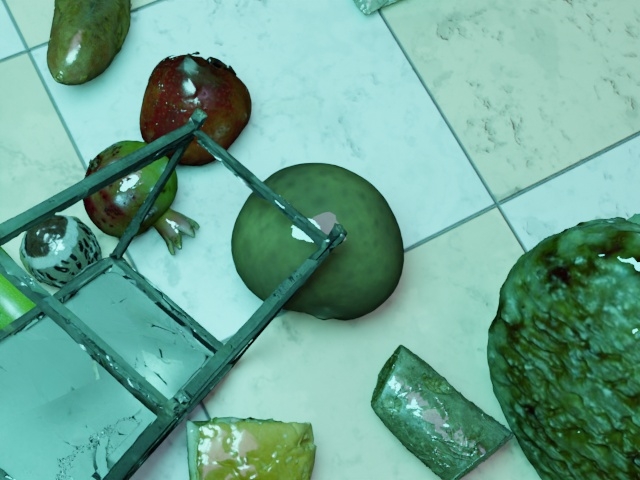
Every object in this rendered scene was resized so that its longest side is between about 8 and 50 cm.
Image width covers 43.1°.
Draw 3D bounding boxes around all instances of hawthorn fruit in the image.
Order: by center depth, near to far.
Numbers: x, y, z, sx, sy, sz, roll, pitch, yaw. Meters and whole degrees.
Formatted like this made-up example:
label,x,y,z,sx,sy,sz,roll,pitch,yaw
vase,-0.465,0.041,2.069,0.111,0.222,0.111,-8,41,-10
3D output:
label,x,y,z,sx,sy,sz,roll,pitch,yaw
hawthorn fruit,-0.175,-0.166,1.090,0.148,0.148,0.172,28,98,2

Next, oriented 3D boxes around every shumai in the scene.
label,x,y,z,sx,sy,sz,roll,pitch,yaw
shumai,0.425,0.136,0.976,0.348,0.395,0.395,-21,76,-35

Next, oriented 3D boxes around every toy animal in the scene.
label,x,y,z,sx,sy,sz,roll,pitch,yaw
toy animal,-0.316,0.023,1.024,0.137,0.098,0.098,40,72,-1

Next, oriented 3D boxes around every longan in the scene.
label,x,y,z,sx,sy,sz,roll,pitch,yaw
longan,0.000,0.000,1.022,0.220,0.196,0.197,17,71,3

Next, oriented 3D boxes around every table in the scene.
label,x,y,z,sx,sy,sz,roll,pitch,yaw
table,-0.187,0.074,0.824,0.222,0.272,0.335,41,35,2

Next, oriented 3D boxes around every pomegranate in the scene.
label,x,y,z,sx,sy,sz,roll,pitch,yaw
pomegranate,-0.240,-0.050,1.053,0.129,0.129,0.159,-27,117,-15

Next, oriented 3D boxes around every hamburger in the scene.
label,x,y,z,sx,sy,sz,roll,pitch,yaw
hamburger,-0.084,0.308,0.937,0.155,0.135,0.208,3,68,-1

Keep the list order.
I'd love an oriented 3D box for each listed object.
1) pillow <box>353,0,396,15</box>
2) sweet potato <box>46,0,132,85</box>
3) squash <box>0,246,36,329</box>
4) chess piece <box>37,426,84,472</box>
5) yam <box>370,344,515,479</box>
label,x,y,z,sx,sy,sz,roll,pitch,yaw
pillow,0.127,-0.438,1.252,0.229,0.050,0.148,-24,68,-15
sweet potato,-0.304,-0.360,1.145,0.109,0.109,0.385,12,60,-4
squash,-0.371,0.092,1.000,0.292,0.082,0.082,45,73,6
chess piece,-0.398,0.210,0.918,0.299,0.194,0.194,38,72,15
yam,0.141,0.223,1.019,0.183,0.107,0.107,42,72,10
